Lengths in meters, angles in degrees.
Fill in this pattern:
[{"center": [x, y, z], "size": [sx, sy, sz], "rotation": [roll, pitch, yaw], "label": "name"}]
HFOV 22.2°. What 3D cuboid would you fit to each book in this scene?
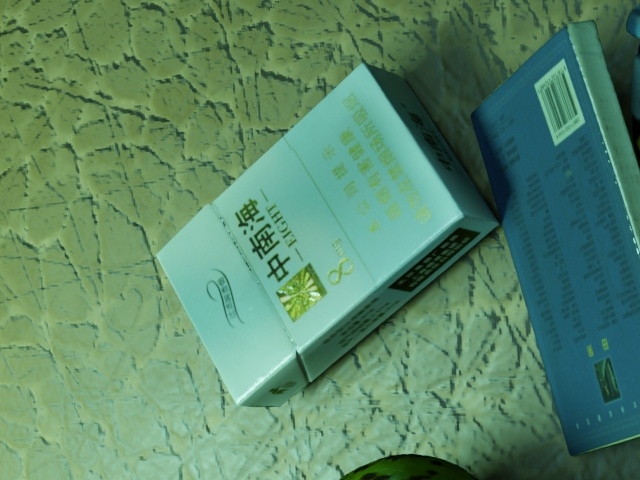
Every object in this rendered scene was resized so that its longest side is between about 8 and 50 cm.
[{"center": [0.179, 0.006, 1.123], "size": [0.191, 0.025, 0.269], "rotation": [135, 121, -69], "label": "book"}]

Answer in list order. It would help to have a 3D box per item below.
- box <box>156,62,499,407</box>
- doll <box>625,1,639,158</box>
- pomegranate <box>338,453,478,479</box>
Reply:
[{"center": [0.000, 0.000, 1.261], "size": [0.243, 0.067, 0.155], "rotation": [-42, 62, 21], "label": "box"}, {"center": [0.270, -0.086, 1.076], "size": [0.177, 0.141, 0.314], "rotation": [25, 108, 53], "label": "doll"}, {"center": [0.090, 0.242, 1.164], "size": [0.198, 0.246, 0.198], "rotation": [41, 142, 43], "label": "pomegranate"}]
